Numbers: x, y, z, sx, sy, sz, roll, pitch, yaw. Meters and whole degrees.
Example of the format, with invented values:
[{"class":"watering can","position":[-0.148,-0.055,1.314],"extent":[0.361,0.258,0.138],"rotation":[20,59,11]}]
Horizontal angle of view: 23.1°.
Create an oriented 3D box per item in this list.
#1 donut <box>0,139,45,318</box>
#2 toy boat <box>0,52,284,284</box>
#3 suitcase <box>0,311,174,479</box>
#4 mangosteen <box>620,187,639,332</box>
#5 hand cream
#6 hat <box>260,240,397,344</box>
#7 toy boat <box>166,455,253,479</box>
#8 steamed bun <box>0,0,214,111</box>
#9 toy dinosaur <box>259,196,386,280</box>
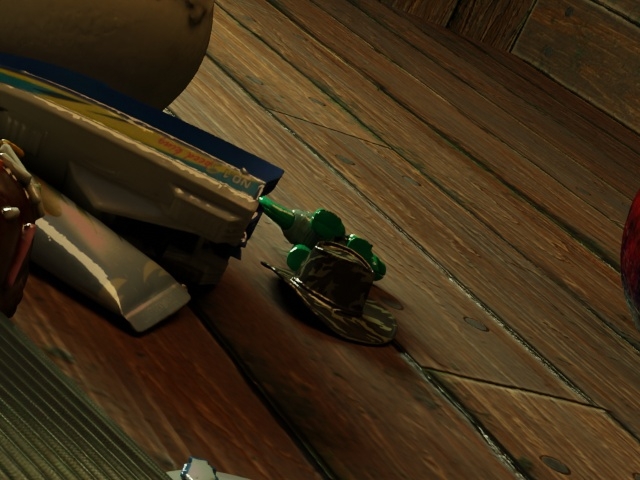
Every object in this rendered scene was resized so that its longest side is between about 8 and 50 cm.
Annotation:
[{"class":"donut","position":[-0.277,-0.032,0.864],"extent":[0.270,0.103,0.269],"rotation":[24,17,-8]},{"class":"toy boat","position":[-0.182,-0.062,1.110],"extent":[0.295,0.129,0.088],"rotation":[25,59,-4]},{"class":"suitcase","position":[-0.146,0.115,0.519],"extent":[0.312,0.128,0.202],"rotation":[38,19,36]},{"class":"mangosteen","position":[0.450,0.048,1.561],"extent":[0.306,0.359,0.306],"rotation":[-2,37,2]},{"class":"hand cream","position":[-0.206,-0.019,1.057],"extent":[0.256,0.055,0.088],"rotation":[35,19,8]},{"class":"hat","position":[0.013,0.033,1.224],"extent":[0.121,0.050,0.121],"rotation":[27,13,-7]},{"class":"toy boat","position":[-0.032,0.144,0.827],"extent":[0.149,0.034,0.105],"rotation":[18,14,21]},{"class":"steamed bun","position":[-0.229,-0.168,1.229],"extent":[0.283,0.177,0.283],"rotation":[17,-7,2]},{"class":"toy dinosaur","position":[0.000,0.000,1.323],"extent":[0.132,0.059,0.096],"rotation":[33,5,-7]}]
